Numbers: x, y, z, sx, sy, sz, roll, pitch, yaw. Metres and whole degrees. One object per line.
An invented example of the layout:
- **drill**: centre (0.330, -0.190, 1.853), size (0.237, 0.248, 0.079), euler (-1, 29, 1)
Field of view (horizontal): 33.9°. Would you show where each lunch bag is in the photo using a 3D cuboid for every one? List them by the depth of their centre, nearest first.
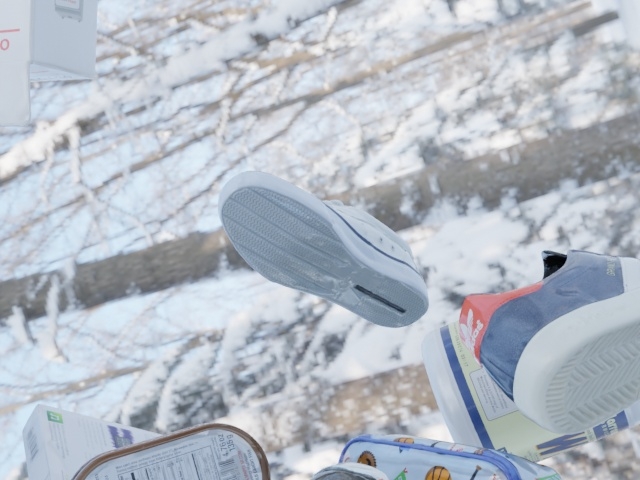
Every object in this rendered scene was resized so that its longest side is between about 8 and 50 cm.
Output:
- **lunch bag**: centre (0.135, 0.349, 1.184), size (0.115, 0.303, 0.243), euler (17, -101, -38)

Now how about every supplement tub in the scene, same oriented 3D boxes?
- **supplement tub**: centre (0.334, 0.187, 1.527), size (0.235, 0.325, 0.235), euler (-23, -90, -81)

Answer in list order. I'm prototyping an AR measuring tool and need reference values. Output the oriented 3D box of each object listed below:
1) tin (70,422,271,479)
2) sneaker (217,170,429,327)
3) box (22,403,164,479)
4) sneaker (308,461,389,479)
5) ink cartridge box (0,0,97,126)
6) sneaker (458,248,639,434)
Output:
- **tin**: centre (-0.136, 0.227, 0.946), size (0.040, 0.190, 0.106), euler (132, 121, -67)
- **sneaker**: centre (0.000, 0.000, 1.023), size (0.258, 0.094, 0.091), euler (35, -154, -35)
- **box**: centre (-0.209, 0.332, 1.333), size (0.322, 0.058, 0.232), euler (20, -160, -29)
- **sneaker**: centre (-0.004, 0.122, 0.265), size (0.158, 0.065, 0.061), euler (-96, 23, -48)
- **ink cartridge box**: centre (-0.221, -0.175, 0.747), size (0.067, 0.115, 0.198), euler (4, -91, -60)
- **sneaker**: centre (0.273, 0.056, 0.908), size (0.148, 0.350, 0.131), euler (36, 125, 50)
